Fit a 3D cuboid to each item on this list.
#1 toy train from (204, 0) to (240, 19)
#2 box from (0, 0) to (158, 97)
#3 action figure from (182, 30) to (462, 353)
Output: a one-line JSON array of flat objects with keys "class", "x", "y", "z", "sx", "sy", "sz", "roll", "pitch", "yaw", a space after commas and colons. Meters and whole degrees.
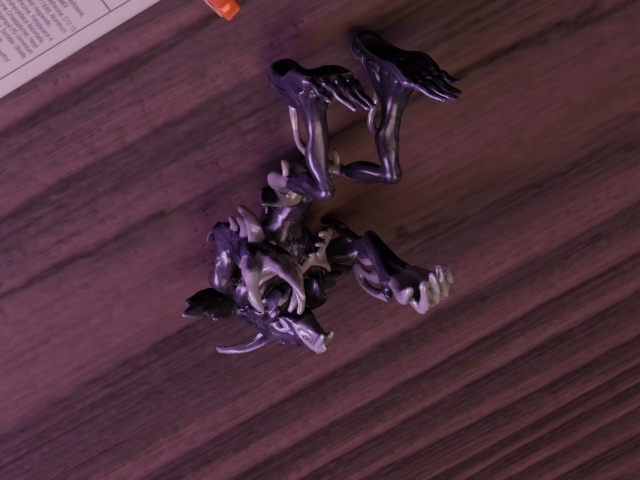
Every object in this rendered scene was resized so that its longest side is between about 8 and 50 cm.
[{"class": "toy train", "x": -0.023, "y": -0.199, "z": 0.915, "sx": 0.046, "sy": 0.166, "sz": 0.125, "roll": 44, "pitch": 130, "yaw": -17}, {"class": "box", "x": -0.124, "y": -0.212, "z": 0.845, "sx": 0.311, "sy": 0.121, "sz": 0.148, "roll": -30, "pitch": 137, "yaw": 3}, {"class": "action figure", "x": 0.000, "y": 0.000, "z": 1.098, "sx": 0.164, "sy": 0.141, "sz": 0.276, "roll": -11, "pitch": 134, "yaw": -33}]
